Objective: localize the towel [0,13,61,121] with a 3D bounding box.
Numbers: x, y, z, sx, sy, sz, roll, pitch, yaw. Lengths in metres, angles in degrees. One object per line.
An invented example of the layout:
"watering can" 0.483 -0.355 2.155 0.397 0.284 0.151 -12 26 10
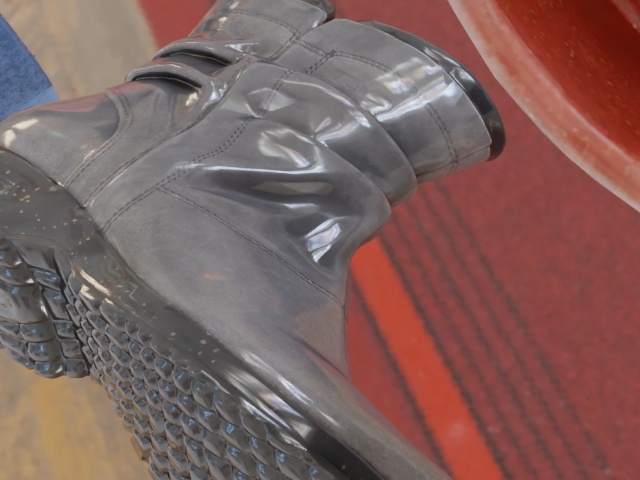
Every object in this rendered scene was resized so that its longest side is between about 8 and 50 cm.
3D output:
"towel" -0.182 -0.071 1.038 0.067 0.119 0.029 -39 11 -34

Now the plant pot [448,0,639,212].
"plant pot" 0.183 -0.151 0.484 0.272 0.272 0.265 -26 7 26

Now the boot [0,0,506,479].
"boot" 0.000 0.000 0.723 0.223 0.118 0.338 -33 52 -26
